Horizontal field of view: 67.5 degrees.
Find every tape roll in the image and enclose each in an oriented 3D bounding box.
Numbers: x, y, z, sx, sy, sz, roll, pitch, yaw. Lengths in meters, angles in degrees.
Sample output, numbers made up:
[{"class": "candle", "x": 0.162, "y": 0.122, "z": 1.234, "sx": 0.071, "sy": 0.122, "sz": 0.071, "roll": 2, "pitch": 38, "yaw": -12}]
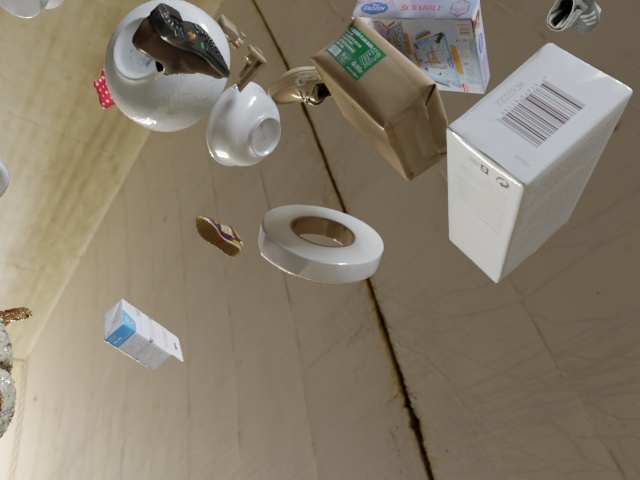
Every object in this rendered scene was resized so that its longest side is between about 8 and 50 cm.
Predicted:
[{"class": "tape roll", "x": 0.000, "y": 0.000, "z": 1.485, "sx": 0.392, "sy": 0.393, "sz": 0.071, "roll": -125, "pitch": -137, "yaw": -53}]

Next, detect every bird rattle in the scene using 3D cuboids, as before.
[{"class": "bird rattle", "x": -0.557, "y": -0.462, "z": 1.484, "sx": 0.143, "sy": 0.206, "sz": 0.253, "roll": -18, "pitch": -156, "yaw": 52}]

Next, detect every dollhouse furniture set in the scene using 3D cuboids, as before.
[{"class": "dollhouse furniture set", "x": -0.271, "y": -0.568, "z": 1.457, "sx": 0.123, "sy": 0.151, "sz": 0.144, "roll": -43, "pitch": -141, "yaw": 18}]

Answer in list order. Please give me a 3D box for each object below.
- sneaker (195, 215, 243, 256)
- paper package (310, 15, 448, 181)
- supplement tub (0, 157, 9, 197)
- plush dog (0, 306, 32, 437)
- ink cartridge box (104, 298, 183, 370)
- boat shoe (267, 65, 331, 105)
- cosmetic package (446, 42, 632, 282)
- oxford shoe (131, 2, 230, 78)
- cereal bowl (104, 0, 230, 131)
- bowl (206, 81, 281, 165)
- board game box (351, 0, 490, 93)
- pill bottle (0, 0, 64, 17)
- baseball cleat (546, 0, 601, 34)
[{"class": "sneaker", "x": -0.330, "y": -0.026, "z": 1.567, "sx": 0.070, "sy": 0.185, "sz": 0.083, "roll": -31, "pitch": -150, "yaw": 23}, {"class": "paper package", "x": 0.169, "y": -0.362, "z": 1.257, "sx": 0.168, "sy": 0.309, "sz": 0.324, "roll": -39, "pitch": -118, "yaw": 5}, {"class": "supplement tub", "x": -0.929, "y": -0.220, "z": 1.168, "sx": 0.316, "sy": 0.194, "sz": 0.193, "roll": 41, "pitch": -71, "yaw": 20}, {"class": "plush dog", "x": -0.551, "y": 0.220, "z": 0.750, "sx": 0.262, "sy": 0.211, "sz": 0.225, "roll": -51, "pitch": -121, "yaw": 39}, {"class": "ink cartridge box", "x": -0.408, "y": 0.228, "z": 1.107, "sx": 0.060, "sy": 0.180, "sz": 0.104, "roll": -42, "pitch": -146, "yaw": 0}, {"class": "boat shoe", "x": -0.031, "y": -0.531, "z": 1.660, "sx": 0.342, "sy": 0.122, "sz": 0.110, "roll": -14, "pitch": -112, "yaw": 24}, {"class": "cosmetic package", "x": 0.380, "y": -0.111, "z": 0.919, "sx": 0.230, "sy": 0.453, "sz": 0.161, "roll": -40, "pitch": -118, "yaw": -5}, {"class": "oxford shoe", "x": -0.240, "y": -0.329, "z": 0.838, "sx": 0.096, "sy": 0.227, "sz": 0.082, "roll": -29, "pitch": -101, "yaw": 18}, {"class": "cereal bowl", "x": -0.409, "y": -0.456, "z": 1.208, "sx": 0.340, "sy": 0.141, "sz": 0.338, "roll": -2, "pitch": -96, "yaw": 18}, {"class": "bowl", "x": -0.229, "y": -0.371, "z": 1.623, "sx": 0.134, "sy": 0.298, "sz": 0.297, "roll": 29, "pitch": -83, "yaw": 27}, {"class": "board game box", "x": 0.286, "y": -0.530, "z": 1.318, "sx": 0.318, "sy": 0.319, "sz": 0.065, "roll": 15, "pitch": -101, "yaw": 26}, {"class": "pill bottle", "x": -0.675, "y": -0.672, "z": 1.173, "sx": 0.162, "sy": 0.162, "sz": 0.278, "roll": -33, "pitch": -147, "yaw": 42}, {"class": "baseball cleat", "x": 0.473, "y": -0.430, "z": 0.905, "sx": 0.109, "sy": 0.206, "sz": 0.072, "roll": -46, "pitch": -115, "yaw": 12}]
